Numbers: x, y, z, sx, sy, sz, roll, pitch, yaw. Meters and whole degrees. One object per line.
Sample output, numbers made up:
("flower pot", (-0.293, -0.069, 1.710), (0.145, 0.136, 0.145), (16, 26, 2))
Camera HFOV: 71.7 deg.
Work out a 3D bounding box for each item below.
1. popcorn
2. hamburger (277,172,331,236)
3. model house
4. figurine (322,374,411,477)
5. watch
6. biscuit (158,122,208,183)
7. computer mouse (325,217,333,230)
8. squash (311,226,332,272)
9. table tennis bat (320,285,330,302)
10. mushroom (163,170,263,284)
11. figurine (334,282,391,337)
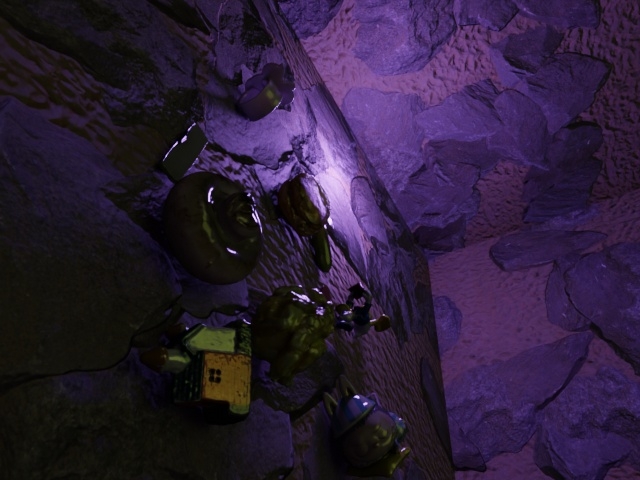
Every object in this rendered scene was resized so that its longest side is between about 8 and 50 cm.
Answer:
("popcorn", (-0.105, 0.304, 1.499), (0.335, 0.274, 0.279), (-30, 56, -32))
("hamburger", (-0.076, -0.163, 2.087), (0.290, 0.170, 0.314), (60, 26, -12))
("model house", (-0.340, 0.329, 1.156), (0.300, 0.190, 0.272), (23, 52, -38))
("figurine", (0.192, 0.711, 1.806), (0.361, 0.266, 0.378), (-14, 82, -65))
("watch", (-0.250, -0.658, 2.038), (0.211, 0.248, 0.218), (50, 32, -37))
("biscuit", (-0.470, -0.309, 1.530), (0.099, 0.038, 0.322), (58, 25, -31))
("computer mouse", (0.040, -0.093, 2.442), (0.066, 0.039, 0.096), (41, 28, -48))
("squash", (0.000, 0.000, 2.221), (0.094, 0.094, 0.341), (29, 47, -56))
("table tennis bat", (0.017, 0.275, 2.118), (0.087, 0.013, 0.156), (64, 22, -17))
("mushroom", (-0.296, -0.048, 1.359), (0.362, 0.294, 0.362), (50, 28, -39))
("figurine", (0.194, 0.363, 2.216), (0.338, 0.204, 0.284), (-14, 109, -54))
